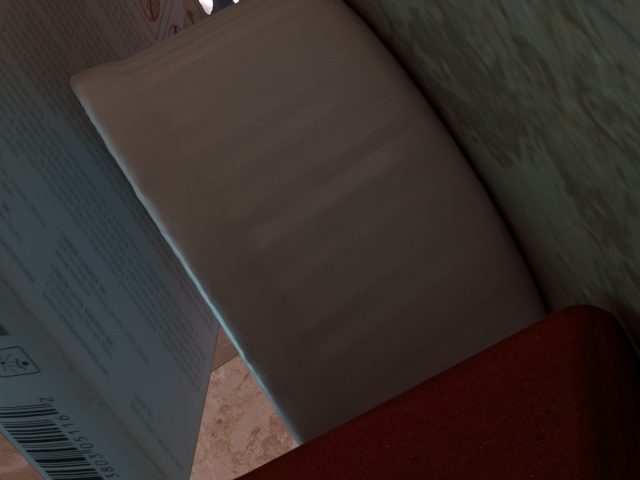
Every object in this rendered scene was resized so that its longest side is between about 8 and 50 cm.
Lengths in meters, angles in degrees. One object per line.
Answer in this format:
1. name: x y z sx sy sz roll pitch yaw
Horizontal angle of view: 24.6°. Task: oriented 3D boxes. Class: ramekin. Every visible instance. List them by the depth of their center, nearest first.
1. ramekin: 0.000 0.000 0.759 0.277 0.135 0.277 56 175 8

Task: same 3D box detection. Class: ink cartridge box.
1. ink cartridge box: -0.148 -0.077 0.903 0.308 0.091 0.385 61 -153 -46

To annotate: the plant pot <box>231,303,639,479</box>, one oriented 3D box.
1. plant pot: 0.056 0.228 0.521 0.267 0.267 0.236 58 -167 -15
